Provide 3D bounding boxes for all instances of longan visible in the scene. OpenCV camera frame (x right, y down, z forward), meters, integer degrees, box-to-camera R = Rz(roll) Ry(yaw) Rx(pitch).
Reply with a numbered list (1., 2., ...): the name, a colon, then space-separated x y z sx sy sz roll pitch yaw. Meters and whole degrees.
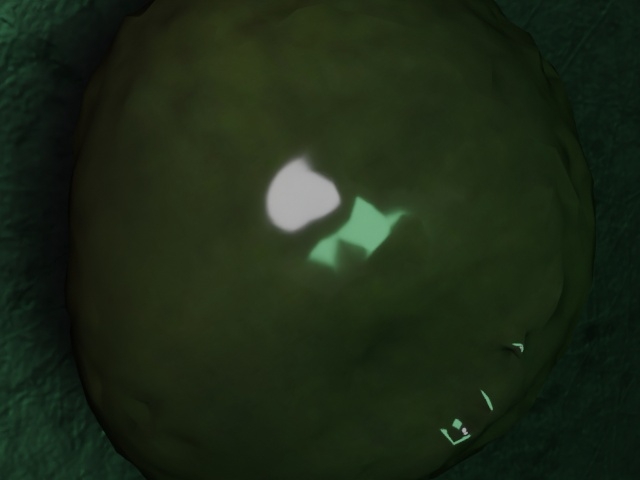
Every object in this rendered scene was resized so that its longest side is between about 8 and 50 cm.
1. longan: 0.009 -0.004 1.174 0.404 0.404 0.436 2 96 -28
